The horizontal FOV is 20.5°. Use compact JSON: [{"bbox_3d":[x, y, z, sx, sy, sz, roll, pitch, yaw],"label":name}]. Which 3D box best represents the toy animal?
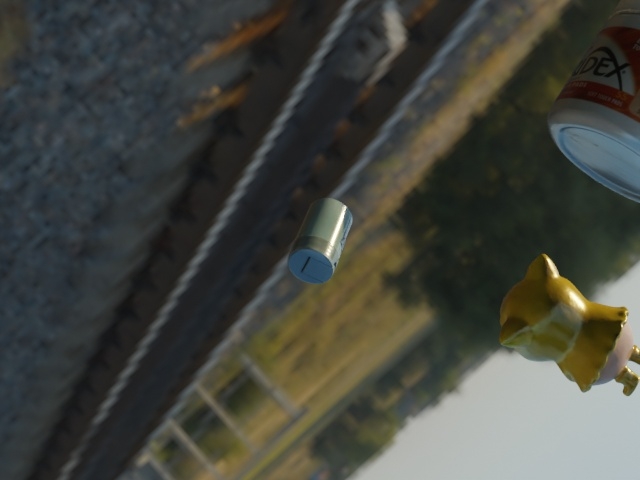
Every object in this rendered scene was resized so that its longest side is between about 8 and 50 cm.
[{"bbox_3d":[0.374,0.138,2.586,0.156,0.230,0.156,-60,-175,9],"label":"toy animal"}]

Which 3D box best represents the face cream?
[{"bbox_3d":[0.395,-0.164,2.096,0.187,0.201,0.201,-57,178,-11],"label":"face cream"}]

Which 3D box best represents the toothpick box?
[{"bbox_3d":[0.000,0.000,1.883,0.052,0.052,0.083,-47,-165,44],"label":"toothpick box"}]
